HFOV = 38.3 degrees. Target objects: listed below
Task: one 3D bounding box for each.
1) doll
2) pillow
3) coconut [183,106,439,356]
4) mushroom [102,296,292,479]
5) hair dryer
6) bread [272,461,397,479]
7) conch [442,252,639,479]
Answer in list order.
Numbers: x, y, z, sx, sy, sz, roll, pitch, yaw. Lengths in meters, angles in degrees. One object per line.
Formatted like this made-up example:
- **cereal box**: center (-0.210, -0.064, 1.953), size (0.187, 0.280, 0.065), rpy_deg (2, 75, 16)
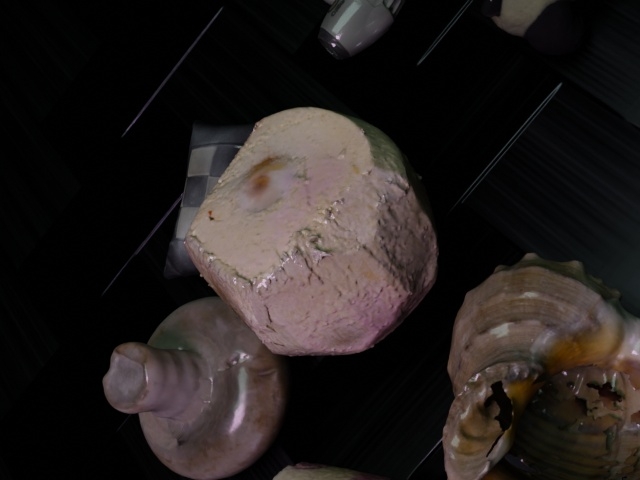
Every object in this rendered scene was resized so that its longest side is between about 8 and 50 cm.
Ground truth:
- **doll**: center (0.297, -0.348, 1.148), size (0.143, 0.135, 0.234), rpy_deg (38, 91, 35)
- **pillow**: center (-0.135, -0.057, 1.341), size (0.186, 0.106, 0.249), rpy_deg (5, 80, 35)
- **coconut**: center (0.000, 0.000, 1.140), size (0.297, 0.254, 0.297), rpy_deg (-16, 48, 18)
- **mushroom**: center (-0.166, 0.187, 1.200), size (0.244, 0.243, 0.243), rpy_deg (-12, 67, 30)
- **hair dryer**: center (0.067, -0.406, 1.364), size (0.229, 0.092, 0.267), rpy_deg (-34, 48, 10)
- **bread**: center (0.104, 0.339, 0.953), size (0.338, 0.187, 0.155), rpy_deg (4, 52, 47)
- **conch**: center (0.243, 0.169, 0.962), size (0.263, 0.186, 0.324), rpy_deg (22, 60, 25)
